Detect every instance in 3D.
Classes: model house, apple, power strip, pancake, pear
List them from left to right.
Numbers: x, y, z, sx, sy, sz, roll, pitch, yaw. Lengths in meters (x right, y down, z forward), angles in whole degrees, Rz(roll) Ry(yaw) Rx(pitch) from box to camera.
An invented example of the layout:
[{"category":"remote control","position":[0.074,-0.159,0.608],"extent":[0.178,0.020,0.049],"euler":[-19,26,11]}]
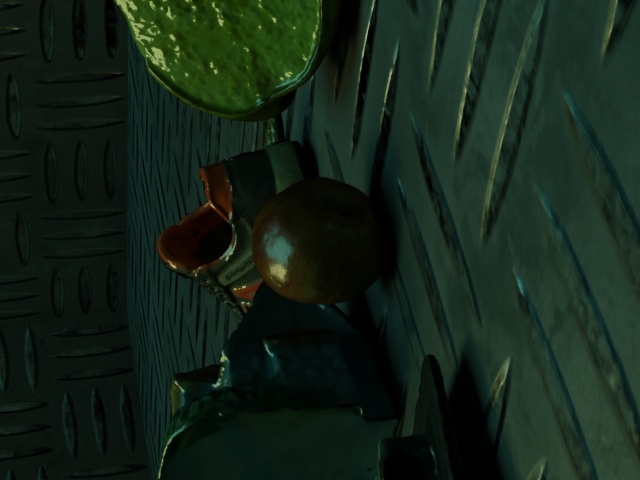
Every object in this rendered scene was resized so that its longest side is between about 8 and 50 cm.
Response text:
[{"category":"model house","position":[-0.064,0.154,1.499],"extent":[0.261,0.226,0.241],"euler":[101,162,-46]},{"category":"pear","position":[-0.061,-0.245,1.475],"extent":[0.255,0.238,0.164],"euler":[65,-153,-28]},{"category":"pancake","position":[-0.060,-0.115,1.876],"extent":[0.108,0.017,0.108],"euler":[175,90,-82]},{"category":"apple","position":[-0.003,-0.002,1.390],"extent":[0.126,0.126,0.102],"euler":[-109,30,-49]},{"category":"power strip","position":[0.078,0.260,1.188],"extent":[0.257,0.092,0.251],"euler":[94,163,-51]}]

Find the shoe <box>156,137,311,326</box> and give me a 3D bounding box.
[{"category":"shoe","position":[-0.104,0.029,1.768],"extent":[0.336,0.171,0.132],"euler":[98,162,-46]}]
